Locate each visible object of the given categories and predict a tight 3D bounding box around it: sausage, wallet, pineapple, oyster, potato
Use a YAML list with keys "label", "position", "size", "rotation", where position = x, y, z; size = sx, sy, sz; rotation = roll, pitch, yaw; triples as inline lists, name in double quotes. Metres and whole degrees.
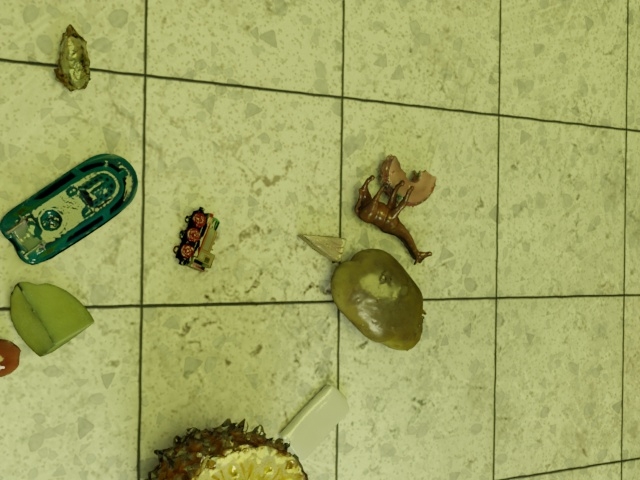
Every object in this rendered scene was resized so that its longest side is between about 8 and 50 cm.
- label: "sausage"
  position: [-0.679, 0.229, 1.704]
  size: [0.194, 0.077, 0.077]
  rotation: [3, 89, -28]
- label: "wallet"
  position: [-0.010, 0.432, 2.110]
  size: [0.190, 0.033, 0.095]
  rotation: [-43, 112, -22]
- label: "pineapple"
  position: [-0.202, 0.537, 1.846]
  size: [0.352, 0.300, 0.352]
  rotation: [-1, 92, -31]
- label: "oyster"
  position: [-0.508, -0.374, 1.823]
  size: [0.086, 0.029, 0.132]
  rotation: [26, 75, -34]
- label: "potato"
  position: [-0.553, 0.147, 1.791]
  size: [0.149, 0.081, 0.120]
  rotation: [59, 33, 1]
- label: "potato"
  position: [0.153, 0.148, 2.143]
  size: [0.191, 0.141, 0.296]
  rotation: [-49, 115, -18]

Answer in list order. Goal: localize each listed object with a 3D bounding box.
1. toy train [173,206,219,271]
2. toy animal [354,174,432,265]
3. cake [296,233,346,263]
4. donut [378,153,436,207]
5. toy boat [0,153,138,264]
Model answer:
- label: "toy train"
  position: [-0.268, -0.002, 1.952]
  size: [0.087, 0.050, 0.137]
  rotation: [26, 76, -32]
- label: "toy animal"
  position: [0.189, -0.046, 2.184]
  size: [0.224, 0.066, 0.229]
  rotation: [9, 125, -7]
- label: "cake"
  position: [0.000, 0.000, 2.105]
  size: [0.121, 0.052, 0.065]
  rotation: [31, 81, -25]
- label: "donut"
  position: [0.211, -0.138, 2.215]
  size: [0.166, 0.065, 0.117]
  rotation: [22, 78, -27]
- label: "toy boat"
  position: [-0.496, -0.070, 1.799]
  size: [0.299, 0.092, 0.134]
  rotation: [-39, 105, -23]
